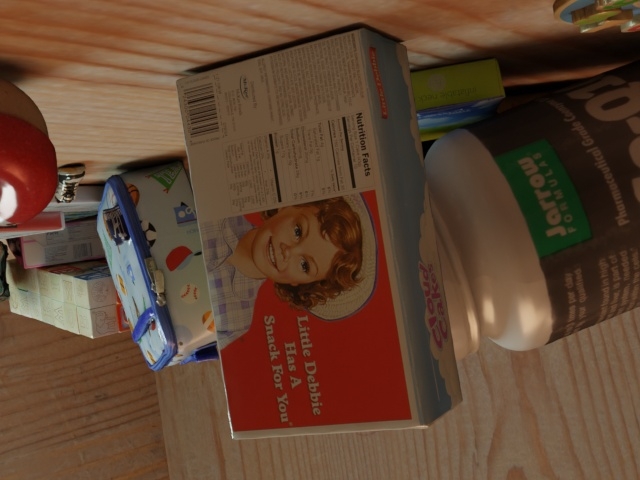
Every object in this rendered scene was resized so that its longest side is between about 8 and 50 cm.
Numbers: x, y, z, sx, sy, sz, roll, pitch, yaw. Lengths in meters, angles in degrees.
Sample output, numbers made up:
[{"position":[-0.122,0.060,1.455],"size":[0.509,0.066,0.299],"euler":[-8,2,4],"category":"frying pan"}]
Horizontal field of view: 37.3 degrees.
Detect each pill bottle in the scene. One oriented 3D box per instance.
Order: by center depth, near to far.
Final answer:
[{"position":[0.214,-0.026,0.828],"size":[0.360,0.204,0.204],"euler":[-22,179,-5],"category":"pill bottle"}]

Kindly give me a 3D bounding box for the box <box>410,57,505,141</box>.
[{"position":[0.104,-0.122,0.856],"size":[0.108,0.043,0.178],"euler":[-10,177,5],"category":"box"}]

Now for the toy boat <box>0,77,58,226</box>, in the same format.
[{"position":[-0.264,-0.021,0.561],"size":[0.151,0.151,0.231],"euler":[-10,178,36],"category":"toy boat"}]

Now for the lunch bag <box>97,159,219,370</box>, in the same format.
[{"position":[-0.195,0.045,1.180],"size":[0.114,0.243,0.303],"euler":[-16,173,-17],"category":"lunch bag"}]

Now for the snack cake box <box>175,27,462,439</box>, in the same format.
[{"position":[0.000,0.000,0.675],"size":[0.152,0.265,0.089],"euler":[-9,179,25],"category":"snack cake box"}]

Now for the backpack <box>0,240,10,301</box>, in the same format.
[{"position":[-0.566,0.062,1.366],"size":[0.225,0.191,0.253],"euler":[-5,171,-15],"category":"backpack"}]

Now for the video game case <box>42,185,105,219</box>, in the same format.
[{"position":[-0.364,-0.047,1.281],"size":[0.206,0.026,0.227],"euler":[-10,179,31],"category":"video game case"}]

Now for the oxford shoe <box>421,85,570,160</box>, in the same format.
[{"position":[0.232,-0.101,0.991],"size":[0.348,0.123,0.130],"euler":[-11,171,21],"category":"oxford shoe"}]

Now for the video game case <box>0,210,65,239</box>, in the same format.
[{"position":[-0.446,-0.006,1.026],"size":[0.204,0.025,0.285],"euler":[-8,180,22],"category":"video game case"}]

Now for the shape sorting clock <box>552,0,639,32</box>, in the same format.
[{"position":[0.247,-0.155,0.576],"size":[0.206,0.040,0.206],"euler":[-8,178,0],"category":"shape sorting clock"}]

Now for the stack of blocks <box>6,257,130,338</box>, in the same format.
[{"position":[-0.349,0.071,1.474],"size":[0.171,0.087,0.297],"euler":[-12,-168,-38],"category":"stack of blocks"}]

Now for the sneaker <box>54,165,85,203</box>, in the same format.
[{"position":[-0.278,-0.061,1.053],"size":[0.031,0.037,0.083],"euler":[-6,176,-26],"category":"sneaker"}]

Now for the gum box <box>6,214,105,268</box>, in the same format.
[{"position":[-0.391,-0.006,1.484],"size":[0.188,0.062,0.107],"euler":[-8,-168,-25],"category":"gum box"}]
